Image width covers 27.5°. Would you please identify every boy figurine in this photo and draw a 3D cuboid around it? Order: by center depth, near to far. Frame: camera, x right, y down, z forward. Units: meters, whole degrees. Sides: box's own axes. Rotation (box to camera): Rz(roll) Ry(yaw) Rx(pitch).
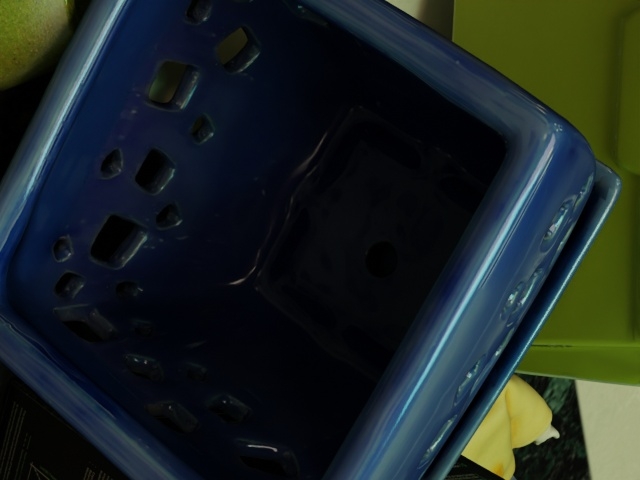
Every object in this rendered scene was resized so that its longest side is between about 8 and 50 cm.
[{"bbox_3d":[0.117,0.165,0.983,0.177,0.092,0.285,-26,128,-31],"label":"boy figurine"}]

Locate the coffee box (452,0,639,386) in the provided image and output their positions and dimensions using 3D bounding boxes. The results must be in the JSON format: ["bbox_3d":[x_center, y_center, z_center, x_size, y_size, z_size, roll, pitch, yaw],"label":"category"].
[{"bbox_3d":[0.308,-0.077,0.818,0.334,0.338,0.337,2,91,-47],"label":"coffee box"}]

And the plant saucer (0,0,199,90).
[{"bbox_3d":[-0.090,-0.182,0.634,0.188,0.045,0.188,-29,128,-33],"label":"plant saucer"}]

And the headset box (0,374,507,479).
[{"bbox_3d":[-0.009,0.184,0.718,0.246,0.283,0.131,3,106,-47],"label":"headset box"}]

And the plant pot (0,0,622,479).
[{"bbox_3d":[0.000,0.000,0.650,0.236,0.236,0.212,-60,156,10],"label":"plant pot"}]
